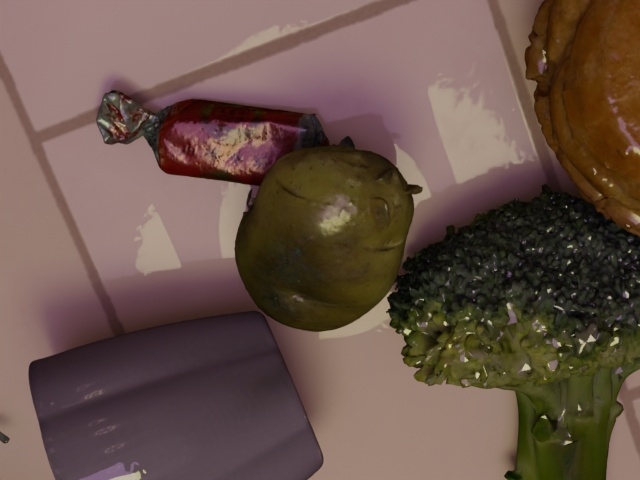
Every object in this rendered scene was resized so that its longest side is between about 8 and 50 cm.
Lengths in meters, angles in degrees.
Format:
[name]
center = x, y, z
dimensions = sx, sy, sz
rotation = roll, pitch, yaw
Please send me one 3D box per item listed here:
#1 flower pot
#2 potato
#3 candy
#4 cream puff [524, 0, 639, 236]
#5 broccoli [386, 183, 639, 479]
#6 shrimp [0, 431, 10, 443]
[flower pot]
center = -0.135, 0.201, 1.186
dimensions = 0.243, 0.265, 0.265
rotation = -21, 104, -7
[potato]
center = 0.000, 0.000, 1.144
dimensions = 0.169, 0.143, 0.248
rotation = 28, 145, 7
[candy]
center = -0.087, -0.101, 1.192
dimensions = 0.292, 0.059, 0.086
rotation = 7, 106, -1
[cream puff]
center = 0.362, -0.151, 1.081
dimensions = 0.343, 0.231, 0.327
rotation = 22, 86, 0
[broccoli]
center = 0.221, 0.138, 1.200
dimensions = 0.353, 0.275, 0.397
rotation = 36, 123, 9
[shrimp]
center = -0.441, 0.187, 1.227
dimensions = 0.221, 0.166, 0.410
rotation = 9, 92, -16
